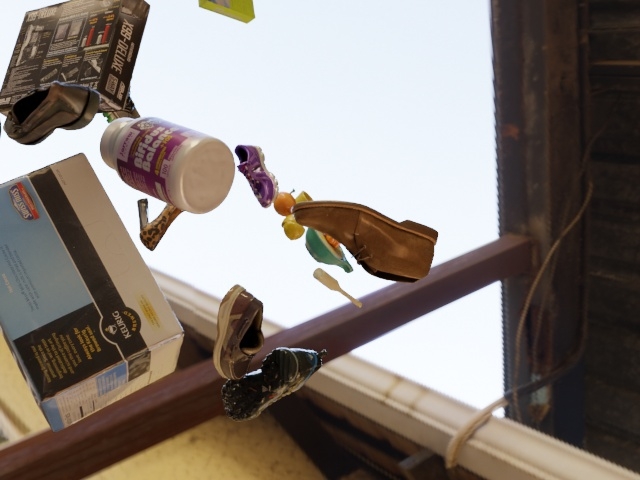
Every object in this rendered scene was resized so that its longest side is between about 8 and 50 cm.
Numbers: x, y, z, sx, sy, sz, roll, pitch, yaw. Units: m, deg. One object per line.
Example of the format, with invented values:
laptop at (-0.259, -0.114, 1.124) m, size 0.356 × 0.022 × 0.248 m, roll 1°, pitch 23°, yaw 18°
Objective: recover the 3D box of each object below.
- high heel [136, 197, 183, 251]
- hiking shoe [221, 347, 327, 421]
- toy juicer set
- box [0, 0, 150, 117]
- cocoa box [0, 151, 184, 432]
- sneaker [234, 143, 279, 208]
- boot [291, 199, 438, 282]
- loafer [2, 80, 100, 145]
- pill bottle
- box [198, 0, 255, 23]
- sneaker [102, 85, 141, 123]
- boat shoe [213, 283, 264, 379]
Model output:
high heel at (-0.445, -0.066, 2.480) m, size 0.093 × 0.261 × 0.186 m, roll 79°, pitch -2°, yaw -64°
hiking shoe at (-0.115, 0.345, 1.856) m, size 0.304 × 0.132 × 0.113 m, roll -36°, pitch -117°, yaw 40°
toy juicer set at (0.000, 0.000, 1.885) m, size 0.089 × 0.209 × 0.329 m, roll -37°, pitch -112°, yaw 13°
box at (-0.506, -0.371, 1.601) m, size 0.307 × 0.076 × 0.243 m, roll -2°, pitch -112°, yaw 31°
cocoa box at (-0.403, 0.086, 1.257) m, size 0.347 × 0.227 × 0.231 m, roll 58°, pitch -24°, yaw 15°
sneaker at (-0.149, -0.141, 1.728) m, size 0.068 × 0.071 × 0.170 m, roll -44°, pitch -122°, yaw 29°
boot at (0.084, 0.001, 1.558) m, size 0.112 × 0.305 × 0.115 m, roll 136°, pitch -32°, yaw -71°
loafer at (-0.473, -0.225, 1.324) m, size 0.267 × 0.084 × 0.096 m, roll -5°, pitch -112°, yaw 42°
pill bottle at (-0.342, -0.175, 1.712) m, size 0.301 × 0.169 × 0.169 m, roll 21°, pitch -58°, yaw 36°
box at (-0.249, -0.626, 1.998) m, size 0.042 × 0.178 × 0.109 m, roll -22°, pitch -110°, yaw 41°
sneaker at (-0.628, -0.469, 2.433) m, size 0.134 × 0.146 × 0.344 m, roll -107°, pitch 173°, yaw -55°
boat shoe at (-0.171, 0.220, 1.735) m, size 0.092 × 0.103 × 0.285 m, roll 27°, pitch -46°, yaw 22°
